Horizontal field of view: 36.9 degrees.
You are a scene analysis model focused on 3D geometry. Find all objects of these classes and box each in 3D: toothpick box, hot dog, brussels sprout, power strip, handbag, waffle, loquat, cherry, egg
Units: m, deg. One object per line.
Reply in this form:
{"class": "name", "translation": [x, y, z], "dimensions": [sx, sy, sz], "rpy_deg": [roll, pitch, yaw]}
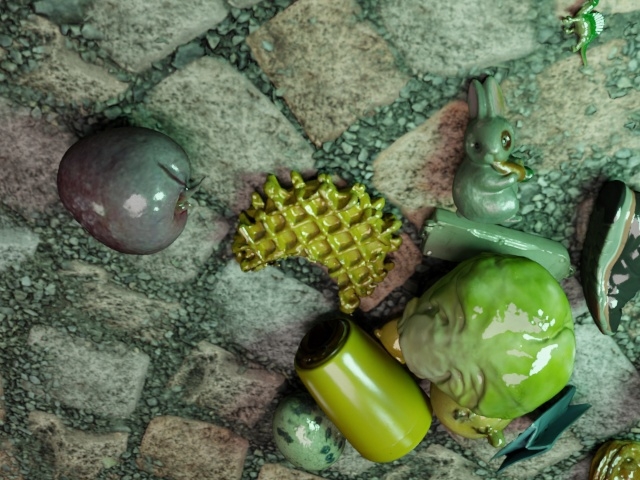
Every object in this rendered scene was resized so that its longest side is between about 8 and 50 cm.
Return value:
{"class": "toothpick box", "translation": [0.074, 0.274, 1.807], "dimensions": [0.175, 0.175, 0.271], "rpy_deg": [-29, 116, 22]}
{"class": "hot dog", "translation": [0.632, 0.532, 1.987], "dimensions": [0.175, 0.114, 0.259], "rpy_deg": [-6, 125, 7]}
{"class": "brussels sprout", "translation": [0.291, 0.170, 1.624], "dimensions": [0.274, 0.242, 0.316], "rpy_deg": [44, 124, -10]}
{"class": "power strip", "translation": [0.310, 0.013, 1.678], "dimensions": [0.286, 0.048, 0.080], "rpy_deg": [14, 129, -6]}
{"class": "handbag", "translation": [0.418, 0.362, 1.830], "dimensions": [0.057, 0.221, 0.144], "rpy_deg": [52, 127, 12]}
{"class": "waffle", "translation": [0.000, 0.000, 1.679], "dimensions": [0.293, 0.069, 0.260], "rpy_deg": [19, 126, -11]}
{"class": "loquat", "translation": [0.294, 0.293, 1.794], "dimensions": [0.172, 0.204, 0.149], "rpy_deg": [-14, 150, -9]}
{"class": "cherry", "translation": [-0.308, -0.081, 1.574], "dimensions": [0.266, 0.183, 0.213], "rpy_deg": [17, 118, 11]}
{"class": "egg", "translation": [-0.025, 0.374, 1.902], "dimensions": [0.141, 0.141, 0.181], "rpy_deg": [-19, 125, 17]}

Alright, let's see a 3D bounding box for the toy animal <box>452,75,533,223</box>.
{"class": "toy animal", "translation": [0.265, -0.133, 1.541], "dimensions": [0.138, 0.108, 0.236], "rpy_deg": [-12, 123, 13]}

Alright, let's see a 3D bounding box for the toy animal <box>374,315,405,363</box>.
{"class": "toy animal", "translation": [0.184, 0.151, 1.778], "dimensions": [0.159, 0.070, 0.083], "rpy_deg": [-38, 113, 21]}

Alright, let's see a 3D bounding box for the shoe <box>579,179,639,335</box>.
{"class": "shoe", "translation": [0.529, 0.029, 1.644], "dimensions": [0.137, 0.114, 0.291], "rpy_deg": [1, 122, -3]}

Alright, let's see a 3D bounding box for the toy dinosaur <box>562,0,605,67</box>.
{"class": "toy dinosaur", "translation": [0.404, -0.315, 1.454], "dimensions": [0.060, 0.029, 0.119], "rpy_deg": [-20, 123, 3]}
